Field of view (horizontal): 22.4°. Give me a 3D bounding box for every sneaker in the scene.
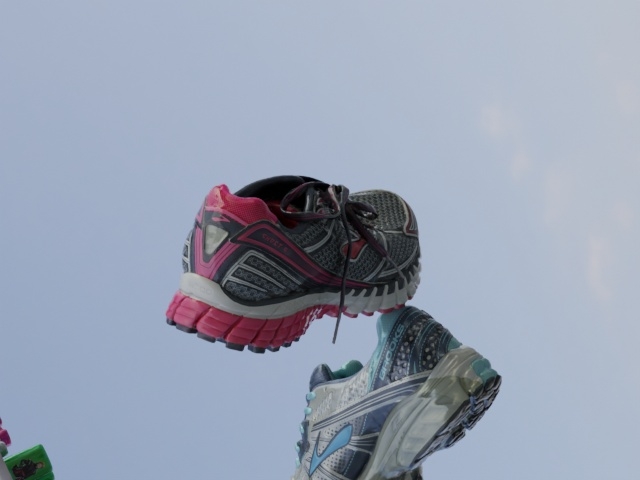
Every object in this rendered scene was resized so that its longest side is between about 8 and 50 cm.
[{"bbox_3d":[0.000,0.000,1.250,0.299,0.121,0.112,-22,-52,-61],"label":"sneaker"},{"bbox_3d":[0.031,0.167,1.360,0.122,0.283,0.110,49,-152,19],"label":"sneaker"}]

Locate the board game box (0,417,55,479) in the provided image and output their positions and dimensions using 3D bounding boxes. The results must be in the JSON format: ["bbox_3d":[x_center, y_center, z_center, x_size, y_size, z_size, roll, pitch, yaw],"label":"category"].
[{"bbox_3d":[-0.368,0.068,1.551,0.390,0.050,0.390,68,163,-11],"label":"board game box"}]
